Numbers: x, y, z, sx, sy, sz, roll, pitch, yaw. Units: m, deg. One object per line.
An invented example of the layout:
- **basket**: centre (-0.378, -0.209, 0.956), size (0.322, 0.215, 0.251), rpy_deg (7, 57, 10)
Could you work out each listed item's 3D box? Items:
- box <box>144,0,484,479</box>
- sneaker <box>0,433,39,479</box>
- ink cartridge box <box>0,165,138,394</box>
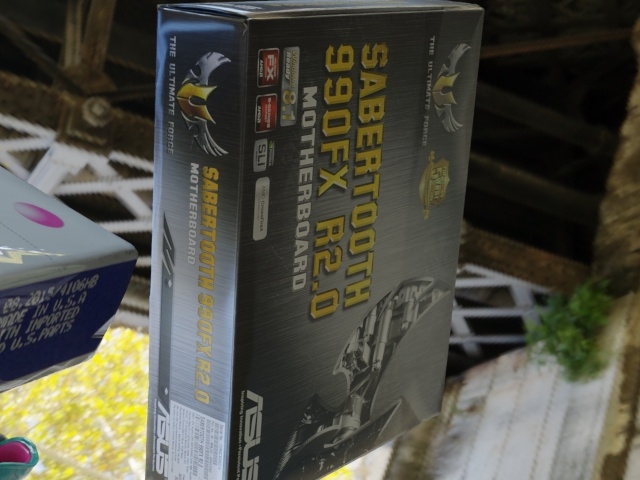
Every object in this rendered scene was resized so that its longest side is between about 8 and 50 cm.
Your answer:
- **box**: centre (0.000, 0.000, 0.566), size (0.183, 0.056, 0.231), rpy_deg (-14, -66, -49)
- **sneaker**: centre (-0.302, 0.244, 0.961), size (0.178, 0.124, 0.295), rpy_deg (-31, -80, -1)
- **ink cartridge box**: centre (-0.273, -0.033, 0.373), size (0.330, 0.071, 0.324), rpy_deg (30, -165, 13)
